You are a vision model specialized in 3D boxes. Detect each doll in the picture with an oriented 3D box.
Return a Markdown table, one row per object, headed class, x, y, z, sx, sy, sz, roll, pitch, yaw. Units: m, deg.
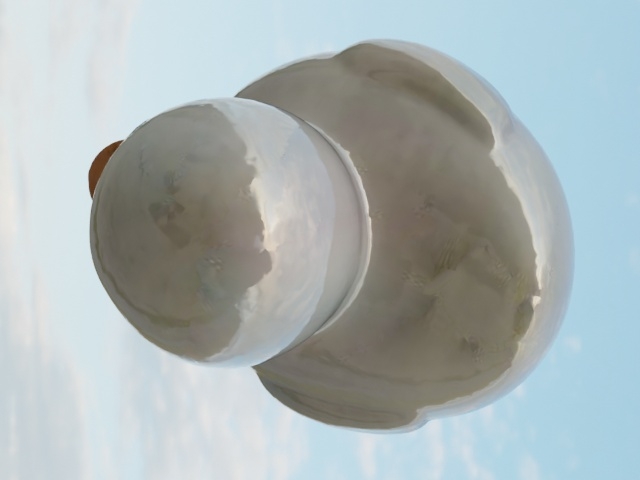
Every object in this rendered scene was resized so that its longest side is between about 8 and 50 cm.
| class | x | y | z | sx | sy | sz | roll | pitch | yaw |
| --- | --- | --- | --- | --- | --- | --- | --- | --- | --- |
| doll | 0.000 | 0.000 | 0.681 | 0.221 | 0.251 | 0.221 | -58 | 161 | -33 |
